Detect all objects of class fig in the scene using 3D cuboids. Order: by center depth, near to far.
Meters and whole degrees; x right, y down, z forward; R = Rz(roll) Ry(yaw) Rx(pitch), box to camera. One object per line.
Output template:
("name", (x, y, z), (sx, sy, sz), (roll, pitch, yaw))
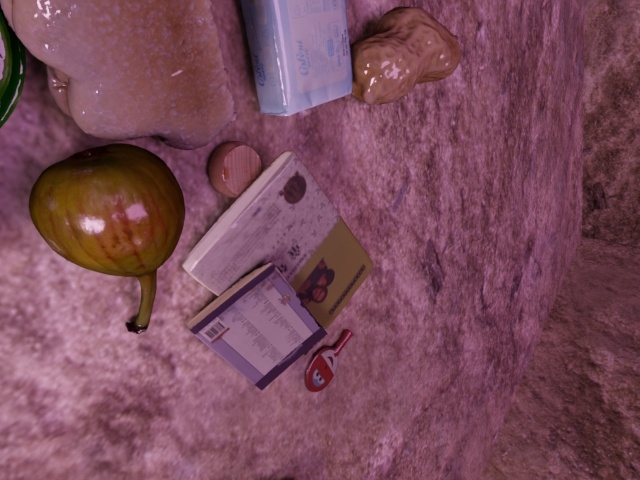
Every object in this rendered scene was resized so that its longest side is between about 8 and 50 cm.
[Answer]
("fig", (-0.215, 0.017, 0.559), (0.151, 0.151, 0.260), (-41, 134, -37))

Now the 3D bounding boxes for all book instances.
("book", (-0.093, 0.146, 0.795), (0.157, 0.026, 0.231), (-38, 135, -7))
("book", (-0.043, 0.042, 0.820), (0.239, 0.035, 0.352), (-50, 137, -10))

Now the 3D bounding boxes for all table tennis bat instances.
("table tennis bat", (0.019, 0.252, 1.023), (0.155, 0.019, 0.098), (-49, 134, -27))

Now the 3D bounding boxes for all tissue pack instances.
("tissue pack", (-0.037, -0.338, 0.719), (0.177, 0.089, 0.264), (-34, 128, -40))

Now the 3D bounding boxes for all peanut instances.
("peanut", (0.148, -0.353, 0.911), (0.291, 0.143, 0.159), (-33, 91, -35))

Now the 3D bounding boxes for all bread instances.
("bread", (-0.189, -0.203, 0.475), (0.183, 0.102, 0.337), (-39, 158, -20))

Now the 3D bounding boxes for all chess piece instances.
("chess piece", (-0.126, -0.105, 0.715), (0.083, 0.038, 0.084), (-22, 120, -45))

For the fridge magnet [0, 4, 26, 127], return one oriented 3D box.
("fridge magnet", (-0.344, -0.162, 0.381), (0.208, 0.088, 0.208), (-28, 125, -48))
